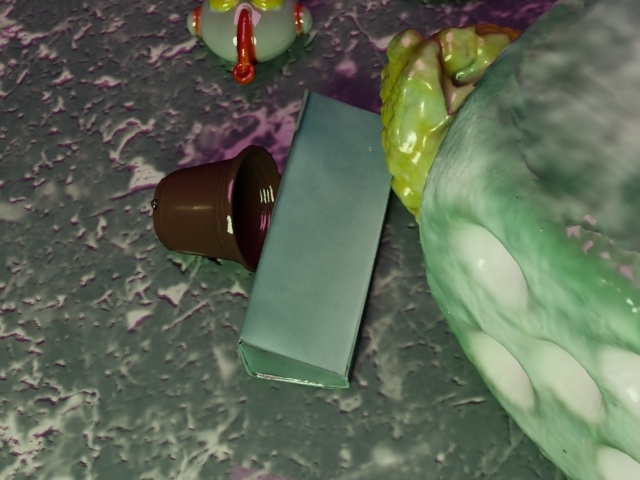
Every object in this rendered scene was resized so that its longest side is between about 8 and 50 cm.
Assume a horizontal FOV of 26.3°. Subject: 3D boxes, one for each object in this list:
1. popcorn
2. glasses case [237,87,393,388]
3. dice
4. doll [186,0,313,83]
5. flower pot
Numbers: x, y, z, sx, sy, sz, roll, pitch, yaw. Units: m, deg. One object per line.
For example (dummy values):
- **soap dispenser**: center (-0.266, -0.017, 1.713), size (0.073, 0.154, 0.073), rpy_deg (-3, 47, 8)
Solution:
- **popcorn**: center (0.142, -0.096, 1.177), size (0.185, 0.167, 0.187), rpy_deg (-25, 62, -14)
- **glasses case**: center (0.000, 0.000, 1.209), size (0.105, 0.056, 0.266), rpy_deg (20, 60, -10)
- **dice**: center (0.295, 0.010, 0.998), size (0.328, 0.348, 0.330), rpy_deg (-37, 55, -16)
- **doll**: center (-0.068, -0.252, 1.356), size (0.142, 0.076, 0.245), rpy_deg (0, 54, 7)
- **flower pot**: center (-0.093, -0.026, 1.209), size (0.089, 0.111, 0.111), rpy_deg (-2, 57, 24)
